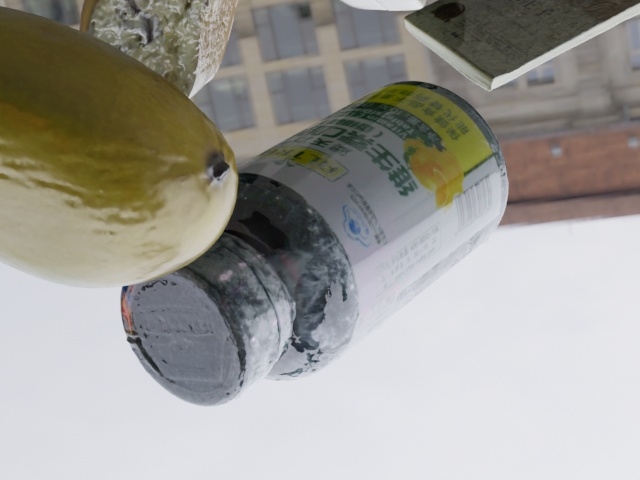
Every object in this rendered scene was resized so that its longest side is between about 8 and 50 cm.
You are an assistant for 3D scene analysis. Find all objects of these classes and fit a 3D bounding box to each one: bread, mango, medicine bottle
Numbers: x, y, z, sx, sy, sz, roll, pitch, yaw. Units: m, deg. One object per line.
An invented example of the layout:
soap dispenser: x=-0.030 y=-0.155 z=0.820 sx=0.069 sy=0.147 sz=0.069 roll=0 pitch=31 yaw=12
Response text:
bread: x=-0.108 y=-0.152 z=0.899 sx=0.084 sy=0.119 sz=0.177 roll=17 pitch=-161 yaw=6
mango: x=-0.154 y=-0.052 z=0.613 sx=0.238 sy=0.137 sz=0.091 roll=22 pitch=-131 yaw=-4
medicine bottle: x=0.000 y=0.000 z=0.864 sx=0.141 sy=0.141 sz=0.293 roll=3 pitch=-155 yaw=38

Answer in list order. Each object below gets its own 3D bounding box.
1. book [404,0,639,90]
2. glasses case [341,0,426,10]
book: x=0.182 y=-0.193 z=1.043 sx=0.199 sy=0.016 sz=0.138 roll=-28 pitch=-141 yaw=-12
glasses case: x=0.033 y=-0.260 z=1.011 sx=0.070 sy=0.131 sz=0.313 roll=3 pitch=-176 yaw=12
